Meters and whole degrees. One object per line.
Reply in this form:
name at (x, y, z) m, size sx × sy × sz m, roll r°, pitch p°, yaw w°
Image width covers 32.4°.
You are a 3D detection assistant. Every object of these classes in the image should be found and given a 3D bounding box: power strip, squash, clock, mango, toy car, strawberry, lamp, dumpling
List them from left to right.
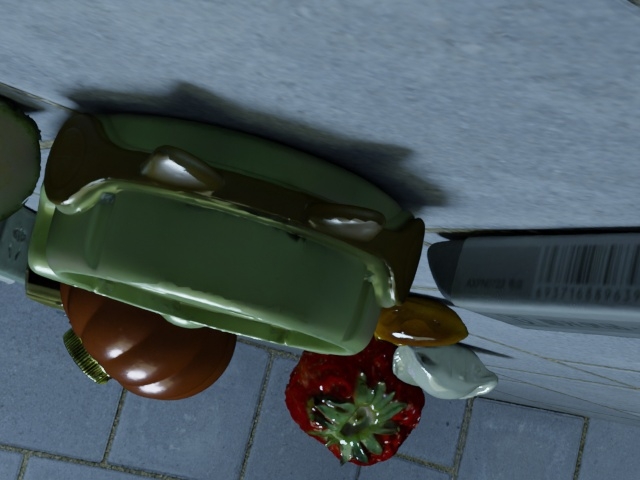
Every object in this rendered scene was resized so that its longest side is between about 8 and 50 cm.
squash at (-0.294, -0.066, 0.853) m, size 0.095 × 0.095 × 0.188 m, roll 20°, pitch 173°, yaw -37°
power strip at (-0.406, 0.011, 1.512) m, size 0.053 × 0.093 × 0.288 m, roll 14°, pitch 172°, yaw 8°
toy car at (-0.327, 0.055, 1.565) m, size 0.101 × 0.124 × 0.257 m, roll 14°, pitch 171°, yaw 10°
lamp at (-0.190, 0.074, 1.231) m, size 0.223 × 0.196 × 0.223 m, roll 51°, pitch -178°, yaw -2°
clock at (-0.073, 0.003, 0.818) m, size 0.286 × 0.117 × 0.348 m, roll 17°, pitch 170°, yaw -11°
strawberry at (0.060, 0.264, 2.035) m, size 0.257 × 0.257 × 0.277 m, roll 16°, pitch -161°, yaw -16°
mango at (0.118, 0.100, 1.355) m, size 0.127 × 0.063 × 0.077 m, roll 4°, pitch 163°, yaw 27°
dumpling at (0.208, 0.234, 1.891) m, size 0.169 × 0.100 × 0.134 m, roll 1°, pitch 150°, yaw -22°

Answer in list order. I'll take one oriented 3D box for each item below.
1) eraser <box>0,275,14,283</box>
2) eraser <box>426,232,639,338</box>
eraser at (-0.508, -0.025, 1.421) m, size 0.096 × 0.098 × 0.404 m, roll 12°, pitch 171°, yaw 12°
eraser at (0.199, 0.032, 0.775) m, size 0.089 × 0.061 × 0.352 m, roll 18°, pitch 170°, yaw -28°
